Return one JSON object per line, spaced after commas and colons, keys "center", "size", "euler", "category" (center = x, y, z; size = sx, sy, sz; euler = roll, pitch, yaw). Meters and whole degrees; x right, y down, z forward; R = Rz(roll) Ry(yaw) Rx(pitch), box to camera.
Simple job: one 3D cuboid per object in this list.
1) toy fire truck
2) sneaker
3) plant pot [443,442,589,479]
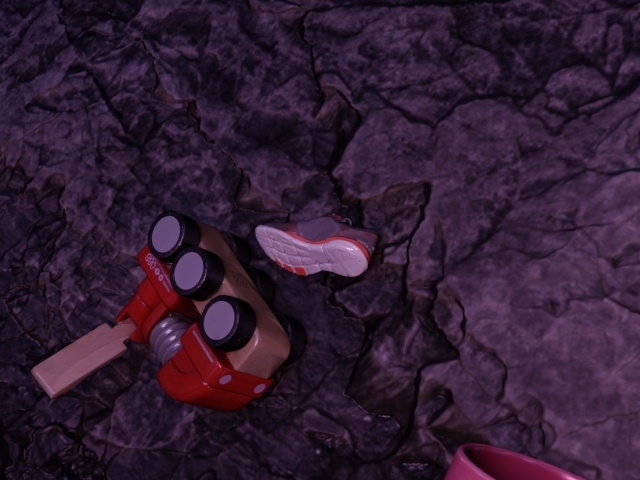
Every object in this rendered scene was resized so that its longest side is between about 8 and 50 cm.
{"center": [-0.178, 0.116, 1.572], "size": [0.246, 0.158, 0.217], "euler": [-48, 52, 16], "category": "toy fire truck"}
{"center": [0.000, 0.000, 1.580], "size": [0.157, 0.061, 0.065], "euler": [12, 47, 33], "category": "sneaker"}
{"center": [0.183, 0.302, 1.243], "size": [0.201, 0.201, 0.180], "euler": [24, 96, 36], "category": "plant pot"}
